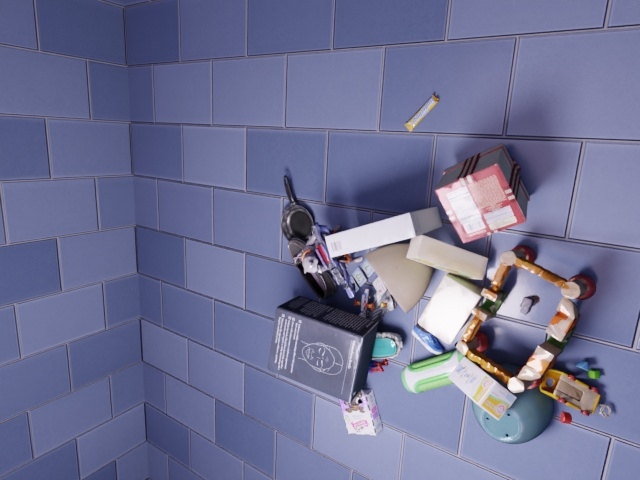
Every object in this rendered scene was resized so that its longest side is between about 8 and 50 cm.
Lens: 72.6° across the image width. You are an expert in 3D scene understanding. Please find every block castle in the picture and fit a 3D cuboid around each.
[{"bbox_3d":[0.710,0.272,1.525,0.303,0.213,0.453,34,111,38],"label":"block castle"}]

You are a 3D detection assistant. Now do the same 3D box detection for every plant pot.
[{"bbox_3d":[0.690,0.629,1.614,0.290,0.195,0.290,7,103,34],"label":"plant pot"},{"bbox_3d":[0.333,0.120,1.739,0.191,0.284,0.284,-36,77,4],"label":"plant pot"}]

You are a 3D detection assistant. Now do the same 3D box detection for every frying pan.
[{"bbox_3d":[-0.141,-0.131,2.118,0.197,0.053,0.326,-36,79,34],"label":"frying pan"}]

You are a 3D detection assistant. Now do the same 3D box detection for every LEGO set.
[{"bbox_3d":[0.196,0.222,1.909,0.182,0.060,0.244,-53,47,31],"label":"LEGO set"}]

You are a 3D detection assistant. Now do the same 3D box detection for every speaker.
[{"bbox_3d":[0.483,0.536,1.779,0.296,0.131,0.131,-31,82,35],"label":"speaker"}]

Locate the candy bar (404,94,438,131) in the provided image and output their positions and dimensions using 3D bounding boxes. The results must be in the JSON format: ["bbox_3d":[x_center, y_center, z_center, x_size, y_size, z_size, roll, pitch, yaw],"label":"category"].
[{"bbox_3d":[0.395,-0.496,1.696,0.161,0.018,0.040,-46,74,33],"label":"candy bar"}]

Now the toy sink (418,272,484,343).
[{"bbox_3d":[0.515,0.258,1.699,0.153,0.131,0.234,33,112,25],"label":"toy sink"}]

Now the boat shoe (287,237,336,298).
[{"bbox_3d":[-0.053,0.131,2.060,0.335,0.095,0.112,51,125,5],"label":"boat shoe"}]

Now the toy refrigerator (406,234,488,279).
[{"bbox_3d":[0.466,0.069,1.610,0.270,0.102,0.094,19,83,-10],"label":"toy refrigerator"}]

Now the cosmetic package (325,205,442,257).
[{"bbox_3d":[0.252,-0.035,1.726,0.377,0.284,0.097,-16,87,35],"label":"cosmetic package"}]

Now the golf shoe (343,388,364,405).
[{"bbox_3d":[0.160,0.668,1.986,0.094,0.077,0.198,9,115,12],"label":"golf shoe"}]

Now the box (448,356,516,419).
[{"bbox_3d":[0.572,0.522,1.551,0.114,0.203,0.103,39,90,-15],"label":"box"}]

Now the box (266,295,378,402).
[{"bbox_3d":[0.008,0.445,1.842,0.396,0.212,0.293,16,104,23],"label":"box"}]

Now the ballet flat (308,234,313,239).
[{"bbox_3d":[0.000,0.000,2.039,0.114,0.041,0.041,30,118,0],"label":"ballet flat"}]

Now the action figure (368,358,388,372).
[{"bbox_3d":[0.160,0.557,2.030,0.280,0.091,0.139,-23,93,35],"label":"action figure"}]

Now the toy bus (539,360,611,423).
[{"bbox_3d":[0.874,0.530,1.520,0.104,0.191,0.202,160,93,-79],"label":"toy bus"}]

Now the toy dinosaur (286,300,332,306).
[{"bbox_3d":[-0.035,0.407,2.108,0.218,0.164,0.322,-27,127,36],"label":"toy dinosaur"}]

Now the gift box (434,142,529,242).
[{"bbox_3d":[0.565,-0.150,1.512,0.255,0.258,0.276,-18,109,34],"label":"gift box"}]

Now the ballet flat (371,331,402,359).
[{"bbox_3d":[0.180,0.474,1.958,0.409,0.147,0.147,-7,95,26],"label":"ballet flat"}]

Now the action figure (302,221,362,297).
[{"bbox_3d":[0.044,0.092,1.866,0.179,0.330,0.341,-26,85,36],"label":"action figure"}]

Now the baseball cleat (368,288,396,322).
[{"bbox_3d":[0.272,0.309,1.913,0.109,0.072,0.205,19,110,31],"label":"baseball cleat"}]

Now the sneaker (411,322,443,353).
[{"bbox_3d":[0.457,0.398,1.810,0.152,0.058,0.084,42,129,28],"label":"sneaker"}]

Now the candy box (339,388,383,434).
[{"bbox_3d":[0.189,0.816,2.073,0.165,0.070,0.196,-16,90,36],"label":"candy box"}]
